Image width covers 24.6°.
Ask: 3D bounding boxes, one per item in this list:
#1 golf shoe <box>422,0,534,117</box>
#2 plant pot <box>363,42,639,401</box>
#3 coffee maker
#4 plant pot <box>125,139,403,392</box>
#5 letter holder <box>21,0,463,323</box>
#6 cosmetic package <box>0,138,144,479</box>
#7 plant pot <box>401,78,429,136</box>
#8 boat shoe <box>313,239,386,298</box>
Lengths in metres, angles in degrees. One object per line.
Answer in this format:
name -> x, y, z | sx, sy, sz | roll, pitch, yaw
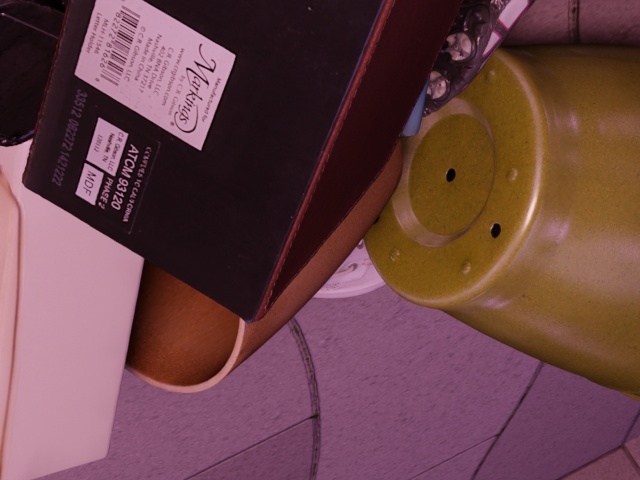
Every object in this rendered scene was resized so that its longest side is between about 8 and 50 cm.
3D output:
golf shoe -> 0.138, -0.199, 1.210 | 0.120, 0.105, 0.273 | -15, 152, -46
plant pot -> 0.238, -0.036, 1.381 | 0.353, 0.366, 0.366 | 10, 134, -39
coffee maker -> -0.211, -0.161, 0.800 | 0.120, 0.178, 0.171 | -30, 158, -5
plant pot -> -0.058, -0.040, 1.181 | 0.254, 0.237, 0.237 | -30, 160, -39
letter holder -> -0.007, -0.150, 0.766 | 0.214, 0.152, 0.301 | -48, 165, -52
cosmetic package -> -0.211, 0.009, 1.046 | 0.113, 0.160, 0.309 | -14, 132, -34
plant pot -> 0.014, -0.221, 0.910 | 0.166, 0.165, 0.234 | 14, 135, 2
boat shoe -> 0.000, 0.000, 1.427 | 0.277, 0.098, 0.096 | -18, 153, -24
